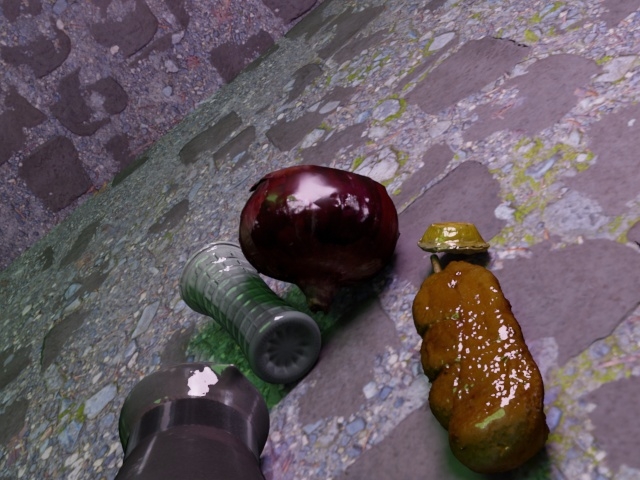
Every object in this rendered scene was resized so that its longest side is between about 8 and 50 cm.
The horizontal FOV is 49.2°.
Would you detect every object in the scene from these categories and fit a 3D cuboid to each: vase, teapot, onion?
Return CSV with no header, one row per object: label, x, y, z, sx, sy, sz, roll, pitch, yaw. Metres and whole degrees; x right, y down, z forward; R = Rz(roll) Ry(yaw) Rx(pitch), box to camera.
vase,-0.113,0.110,1.104,0.143,0.143,0.299,-45,32,-8
teapot,-0.151,0.329,0.770,0.300,0.253,0.344,-63,16,18
onion,0.000,0.000,1.038,0.252,0.252,0.219,-21,64,32

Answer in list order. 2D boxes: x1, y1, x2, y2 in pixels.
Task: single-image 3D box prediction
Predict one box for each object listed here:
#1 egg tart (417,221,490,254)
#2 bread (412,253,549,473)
egg tart,0.181,-0.004,0.959,0.105,0.039,0.105,-2,7,0
bread,0.172,0.119,0.806,0.124,0.084,0.344,-27,30,13
